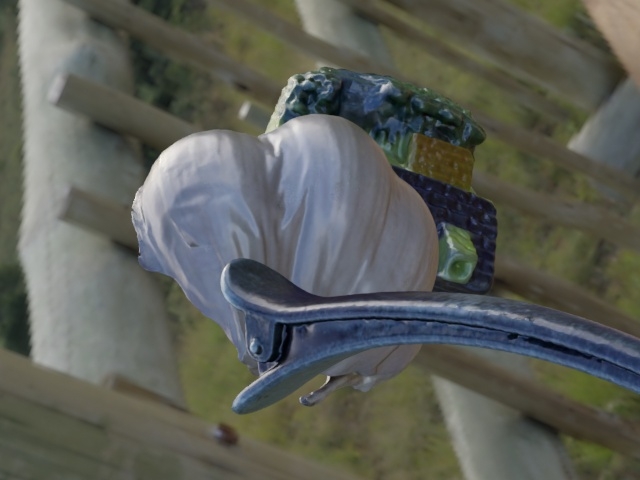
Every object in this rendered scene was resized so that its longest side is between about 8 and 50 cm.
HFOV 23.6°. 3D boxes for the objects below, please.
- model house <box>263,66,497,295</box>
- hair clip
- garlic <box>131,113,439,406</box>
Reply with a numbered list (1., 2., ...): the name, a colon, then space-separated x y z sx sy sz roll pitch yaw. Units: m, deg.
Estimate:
1. model house: 0.053 -0.041 1.345 0.211 0.194 0.170 -114 45 -65
2. hair clip: 0.058 0.049 0.719 0.275 0.048 0.083 -1 92 43
3. garlic: 0.000 0.000 1.012 0.143 0.229 0.178 -42 41 20
